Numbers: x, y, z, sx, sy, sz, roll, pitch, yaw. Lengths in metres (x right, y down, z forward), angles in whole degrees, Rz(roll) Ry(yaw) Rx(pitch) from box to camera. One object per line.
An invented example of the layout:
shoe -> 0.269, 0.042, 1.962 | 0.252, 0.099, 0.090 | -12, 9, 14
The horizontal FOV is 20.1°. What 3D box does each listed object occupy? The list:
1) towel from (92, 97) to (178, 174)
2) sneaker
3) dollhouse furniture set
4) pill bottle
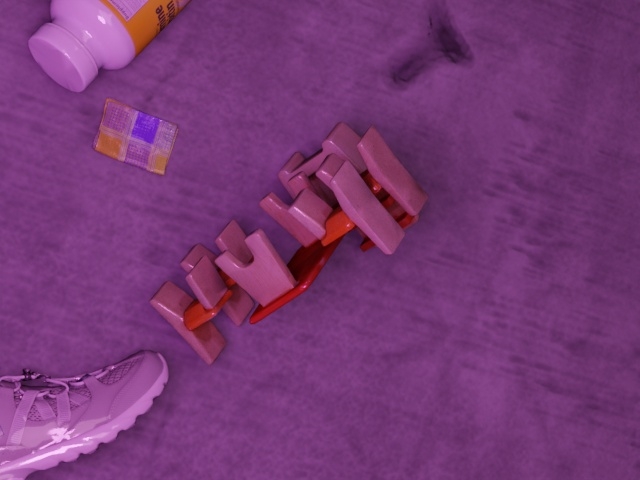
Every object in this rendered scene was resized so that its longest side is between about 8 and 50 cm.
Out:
towel -> -0.191, -0.106, 1.855 | 0.083, 0.009, 0.060 | 23, 72, -19
sneaker -> -0.273, 0.163, 1.718 | 0.281, 0.105, 0.115 | -27, 92, -25
dollhouse furniture set -> 0.000, 0.000, 1.801 | 0.135, 0.262, 0.259 | 50, 35, -11
pill bottle -> -0.207, -0.237, 1.819 | 0.103, 0.103, 0.184 | 45, 67, -11
